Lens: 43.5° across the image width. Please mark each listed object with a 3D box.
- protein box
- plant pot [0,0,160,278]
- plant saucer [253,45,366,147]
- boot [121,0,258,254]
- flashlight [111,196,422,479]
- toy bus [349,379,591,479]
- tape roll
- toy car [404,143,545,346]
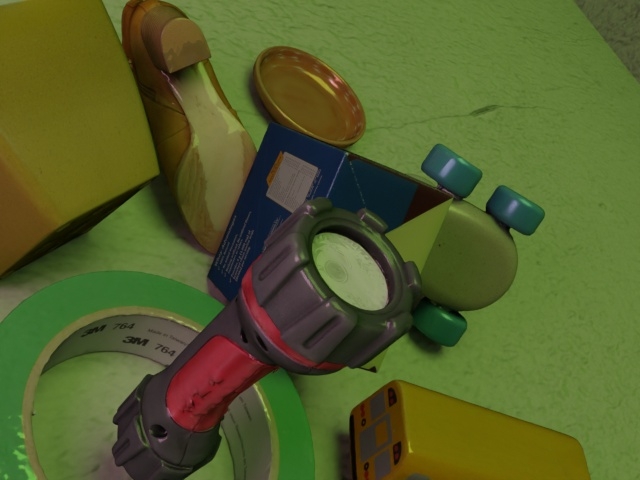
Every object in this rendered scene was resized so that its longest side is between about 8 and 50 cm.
[{"bbox_3d":[0.000,0.000,0.858,0.136,0.200,0.201,19,7,-28],"label":"protein box"},{"bbox_3d":[-0.285,-0.086,0.761,0.187,0.212,0.212,57,38,-5],"label":"plant pot"},{"bbox_3d":[-0.020,-0.215,1.234,0.200,0.037,0.200,23,43,-24],"label":"plant saucer"},{"bbox_3d":[-0.163,-0.145,0.976,0.104,0.295,0.211,-19,24,-17],"label":"boot"},{"bbox_3d":[-0.058,0.095,0.571,0.103,0.304,0.103,52,38,10],"label":"flashlight"},{"bbox_3d":[0.186,0.263,0.898,0.333,0.130,0.108,22,43,-25],"label":"toy bus"},{"bbox_3d":[-0.157,0.179,0.716,0.321,0.077,0.321,23,43,-23],"label":"tape roll"},{"bbox_3d":[0.146,-0.018,1.113,0.210,0.219,0.238,29,12,-19],"label":"toy car"}]
